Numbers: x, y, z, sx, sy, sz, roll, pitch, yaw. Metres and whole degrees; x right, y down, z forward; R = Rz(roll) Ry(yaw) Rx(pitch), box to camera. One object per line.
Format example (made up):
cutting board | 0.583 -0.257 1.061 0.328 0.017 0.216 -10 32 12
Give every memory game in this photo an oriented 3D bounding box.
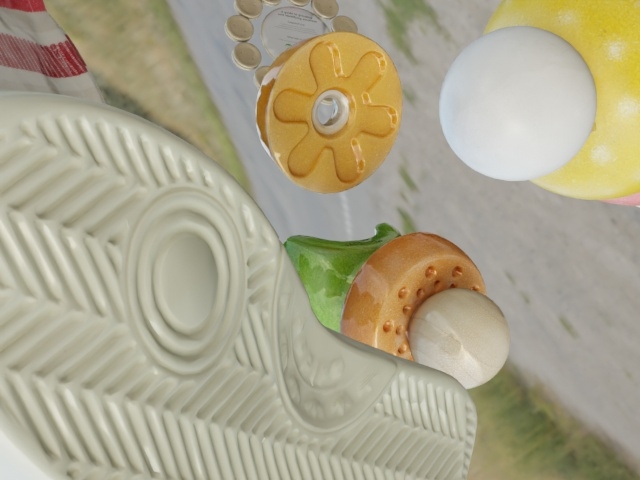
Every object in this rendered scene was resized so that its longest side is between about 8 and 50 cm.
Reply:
memory game | -0.030 -0.246 1.522 0.186 0.186 0.012 54 148 8

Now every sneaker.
sneaker | -0.069 0.059 0.475 0.148 0.131 0.350 3 156 32

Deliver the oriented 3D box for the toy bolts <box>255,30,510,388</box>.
toy bolts | 0.000 0.000 0.709 0.158 0.228 0.218 25 122 53

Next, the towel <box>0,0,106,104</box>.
towel | -0.231 -0.135 0.964 0.329 0.037 0.237 59 -168 3

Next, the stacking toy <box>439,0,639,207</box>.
stacking toy | 0.254 -0.140 1.064 0.351 0.350 0.480 54 -143 7
